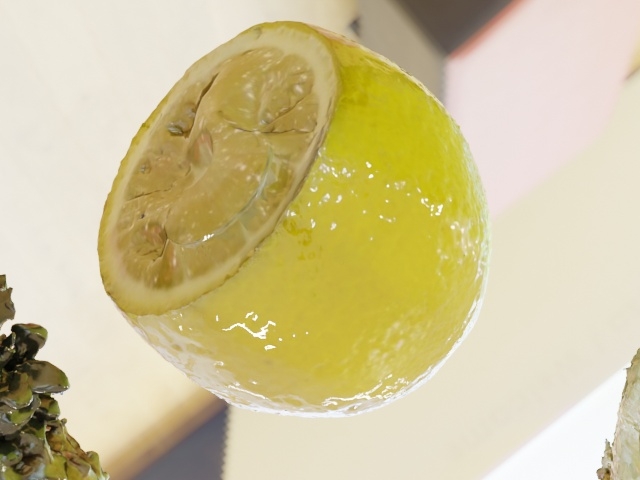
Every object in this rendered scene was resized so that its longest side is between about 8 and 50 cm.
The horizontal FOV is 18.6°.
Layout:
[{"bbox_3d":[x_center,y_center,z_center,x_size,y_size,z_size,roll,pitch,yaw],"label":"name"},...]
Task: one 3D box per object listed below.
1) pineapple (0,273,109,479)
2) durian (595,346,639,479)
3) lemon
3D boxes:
[{"bbox_3d":[-0.189,0.123,1.107,0.158,0.158,0.278,-29,121,-38],"label":"pineapple"},{"bbox_3d":[0.215,0.148,1.102,0.144,0.139,0.252,-26,154,-7],"label":"durian"},{"bbox_3d":[0.000,0.000,1.800,0.364,0.364,0.364,-36,167,-9],"label":"lemon"}]
